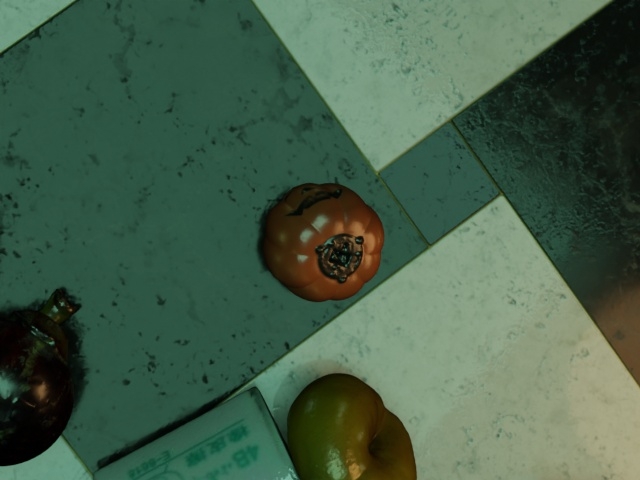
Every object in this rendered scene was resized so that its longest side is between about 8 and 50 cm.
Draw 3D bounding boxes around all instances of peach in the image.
[{"bbox_3d":[0.046,0.326,1.831,0.153,0.251,0.251,-32,94,15],"label":"peach"}]

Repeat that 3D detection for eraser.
[{"bbox_3d":[-0.184,0.371,1.850,0.290,0.104,0.189,-28,61,-5],"label":"eraser"}]

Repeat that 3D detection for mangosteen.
[{"bbox_3d":[-0.457,0.198,1.807,0.231,0.231,0.289,44,48,-5],"label":"mangosteen"}]

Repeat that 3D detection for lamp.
[{"bbox_3d":[0.000,0.000,1.863,0.188,0.164,0.187,-8,109,-23],"label":"lamp"}]
